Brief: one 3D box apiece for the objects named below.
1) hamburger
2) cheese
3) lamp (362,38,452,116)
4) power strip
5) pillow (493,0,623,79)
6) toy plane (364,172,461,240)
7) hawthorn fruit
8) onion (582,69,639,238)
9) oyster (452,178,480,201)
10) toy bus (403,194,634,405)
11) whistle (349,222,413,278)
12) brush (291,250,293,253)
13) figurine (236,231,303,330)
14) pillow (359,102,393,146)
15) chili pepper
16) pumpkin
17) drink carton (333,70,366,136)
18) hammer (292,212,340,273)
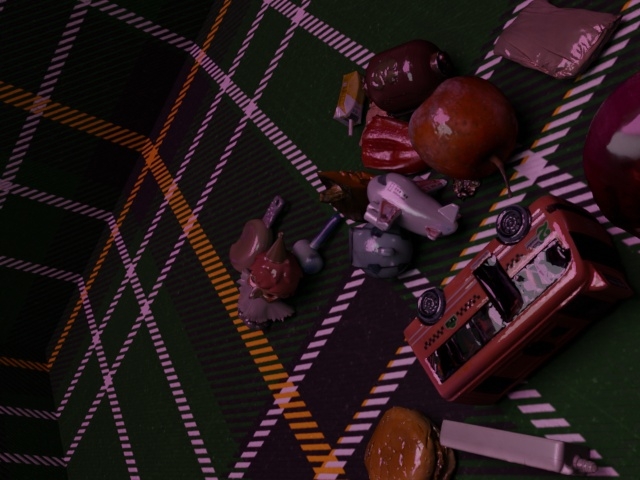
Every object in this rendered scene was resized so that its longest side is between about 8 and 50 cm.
[{"bbox_3d":[0.194,0.475,1.548,0.214,0.108,0.214,-34,46,45],"label":"hamburger"},{"bbox_3d":[-0.198,-0.022,2.310,0.286,0.082,0.163,-59,38,13],"label":"cheese"},{"bbox_3d":[0.229,-0.422,1.839,0.258,0.180,0.180,-8,69,42],"label":"lamp"},{"bbox_3d":[0.370,0.396,1.350,0.338,0.098,0.058,-4,68,52],"label":"power strip"},{"bbox_3d":[0.516,-0.455,1.565,0.173,0.067,0.270,-57,38,11],"label":"pillow"},{"bbox_3d":[0.219,-0.085,1.684,0.252,0.252,0.118,-117,24,-45],"label":"toy plane"},{"bbox_3d":[0.338,-0.250,1.602,0.235,0.263,0.231,-61,2,-3],"label":"hawthorn fruit"},{"bbox_3d":[0.610,-0.157,1.142,0.348,0.348,0.385,-40,11,36],"label":"onion"},{"bbox_3d":[0.337,-0.155,1.699,0.086,0.029,0.132,-54,41,23],"label":"oyster"},{"bbox_3d":[0.378,0.126,1.377,0.427,0.203,0.233,-50,45,28],"label":"toy bus"},{"bbox_3d":[0.154,0.018,1.792,0.290,0.163,0.163,-93,25,-86],"label":"whistle"},{"bbox_3d":[-0.058,0.033,2.146,0.083,0.019,0.021,-24,40,43],"label":"brush"},{"bbox_3d":[-0.148,0.124,2.054,0.207,0.166,0.387,45,140,15],"label":"figurine"},{"bbox_3d":[0.178,-0.373,2.002,0.126,0.043,0.232,20,94,59],"label":"pillow"},{"bbox_3d":[0.222,-0.236,1.831,0.252,0.136,0.144,21,64,47],"label":"chili pepper"},{"bbox_3d":[0.081,-0.112,1.854,0.131,0.248,0.126,35,112,33],"label":"pumpkin"},{"bbox_3d":[0.090,-0.394,2.091,0.074,0.084,0.200,-3,68,48],"label":"drink carton"},{"bbox_3d":[0.000,0.000,2.049,0.194,0.069,0.116,-52,41,17],"label":"hammer"}]
